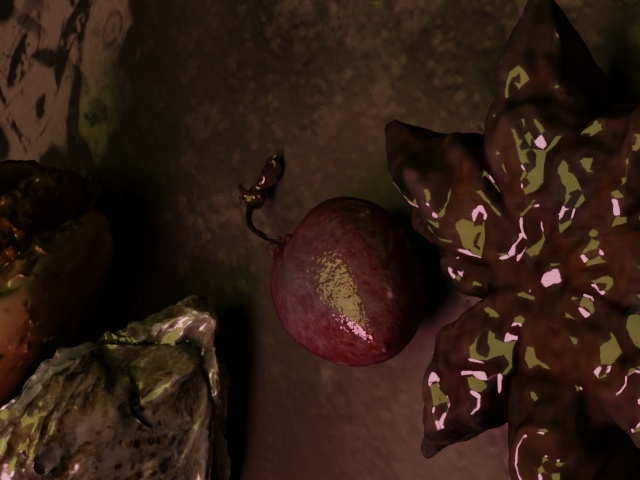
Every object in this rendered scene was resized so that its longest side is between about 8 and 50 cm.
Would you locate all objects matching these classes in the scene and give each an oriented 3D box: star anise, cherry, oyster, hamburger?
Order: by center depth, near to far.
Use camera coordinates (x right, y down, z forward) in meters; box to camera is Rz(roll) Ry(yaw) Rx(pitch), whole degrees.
[{"bbox_3d":[0.135,0.019,0.839,0.315,0.108,0.315,4,96,40],"label":"star anise"},{"bbox_3d":[0.000,0.000,1.005,0.225,0.090,0.107,55,139,43],"label":"cherry"},{"bbox_3d":[-0.166,0.170,1.123,0.112,0.267,0.198,-112,-4,-67],"label":"oyster"},{"bbox_3d":[-0.273,0.071,1.184,0.144,0.259,0.283,36,125,8],"label":"hamburger"}]
